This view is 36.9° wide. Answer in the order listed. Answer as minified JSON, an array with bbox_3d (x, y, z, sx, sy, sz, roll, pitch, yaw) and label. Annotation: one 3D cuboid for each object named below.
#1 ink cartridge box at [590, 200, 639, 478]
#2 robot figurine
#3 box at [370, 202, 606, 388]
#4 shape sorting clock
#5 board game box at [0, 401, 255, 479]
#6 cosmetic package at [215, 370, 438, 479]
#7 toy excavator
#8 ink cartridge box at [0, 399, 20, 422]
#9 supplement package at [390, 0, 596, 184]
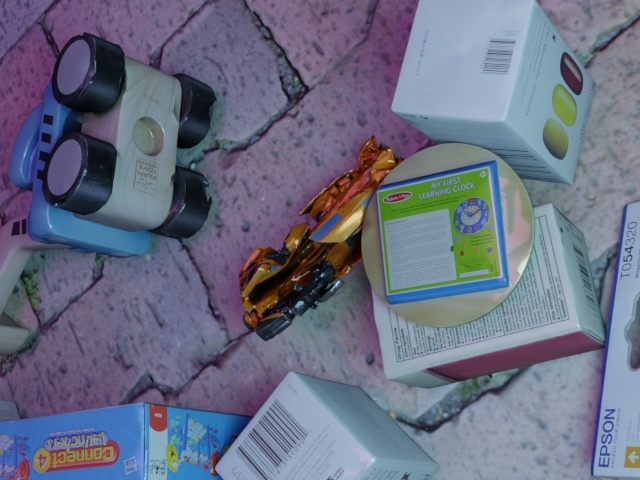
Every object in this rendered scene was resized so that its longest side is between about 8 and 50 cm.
[{"bbox_3d":[0.427,0.085,0.935,0.330,0.071,0.324,-19,53,58],"label":"ink cartridge box"},{"bbox_3d":[0.000,0.000,1.210,0.291,0.211,0.085,-44,104,4],"label":"robot figurine"},{"bbox_3d":[0.190,0.071,1.103,0.232,0.127,0.148,-18,68,26],"label":"box"},{"bbox_3d":[0.137,-0.007,1.056,0.206,0.040,0.206,-4,82,32],"label":"shape sorting clock"},{"bbox_3d":[-0.243,0.273,1.199,0.308,0.302,0.086,-12,71,28],"label":"board game box"},{"bbox_3d":[0.011,0.266,1.122,0.151,0.184,0.151,42,99,32],"label":"cosmetic package"},{"bbox_3d":[-0.392,-0.049,1.455,0.445,0.222,0.432,-9,72,43],"label":"toy excavator"},{"bbox_3d":[-0.547,0.392,1.405,0.197,0.198,0.270,-37,61,16],"label":"ink cartridge box"},{"bbox_3d":[0.205,-0.165,1.088,0.134,0.244,0.139,11,84,33],"label":"supplement package"}]
